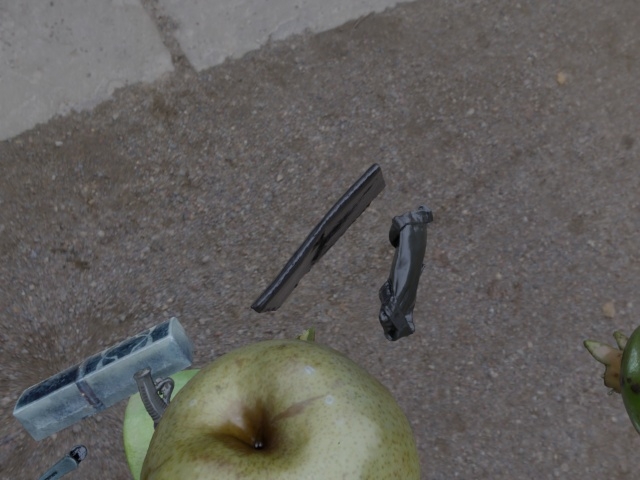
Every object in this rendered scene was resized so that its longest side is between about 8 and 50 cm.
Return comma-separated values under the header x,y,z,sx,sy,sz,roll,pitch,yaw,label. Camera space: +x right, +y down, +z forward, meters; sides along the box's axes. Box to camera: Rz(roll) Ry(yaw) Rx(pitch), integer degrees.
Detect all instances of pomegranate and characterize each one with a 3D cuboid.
x,y,z,sx,sy,sz,roll,pitch,yaw,label
0.385,0.147,0.619,0.156,0.220,0.156,0,90,9,pomegranate

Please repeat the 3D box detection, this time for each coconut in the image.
x,y,z,sx,sy,sz,roll,pitch,yaw,label
-0.326,0.466,1.398,0.329,0.328,0.281,24,34,-16,coconut

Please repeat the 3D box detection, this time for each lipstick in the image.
x,y,z,sx,sy,sz,roll,pitch,yaw,label
-0.345,0.223,0.955,0.290,0.077,0.076,-25,112,2,lipstick

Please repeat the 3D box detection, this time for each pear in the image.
x,y,z,sx,sy,sz,roll,pitch,yaw,label
-0.026,0.143,0.352,0.167,0.136,0.167,-5,41,4,pear

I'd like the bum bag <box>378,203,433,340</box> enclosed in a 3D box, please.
x,y,z,sx,sy,sz,roll,pitch,yaw,label
0.189,0.069,1.342,0.142,0.080,0.326,18,82,-50,bum bag

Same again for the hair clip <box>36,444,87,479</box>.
x,y,z,sx,sy,sz,roll,pitch,yaw,label
-0.650,0.573,1.382,0.229,0.070,0.039,-41,99,4,hair clip

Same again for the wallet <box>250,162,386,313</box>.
x,y,z,sx,sy,sz,roll,pitch,yaw,label
0.000,0.000,0.792,0.025,0.124,0.244,42,92,9,wallet

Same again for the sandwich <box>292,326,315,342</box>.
x,y,z,sx,sy,sz,roll,pitch,yaw,label
-0.111,0.261,1.332,0.144,0.187,0.117,25,24,25,sandwich

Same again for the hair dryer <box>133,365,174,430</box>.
x,y,z,sx,sy,sz,roll,pitch,yaw,label
-0.128,0.294,0.886,0.361,0.121,0.301,44,79,-21,hair dryer
